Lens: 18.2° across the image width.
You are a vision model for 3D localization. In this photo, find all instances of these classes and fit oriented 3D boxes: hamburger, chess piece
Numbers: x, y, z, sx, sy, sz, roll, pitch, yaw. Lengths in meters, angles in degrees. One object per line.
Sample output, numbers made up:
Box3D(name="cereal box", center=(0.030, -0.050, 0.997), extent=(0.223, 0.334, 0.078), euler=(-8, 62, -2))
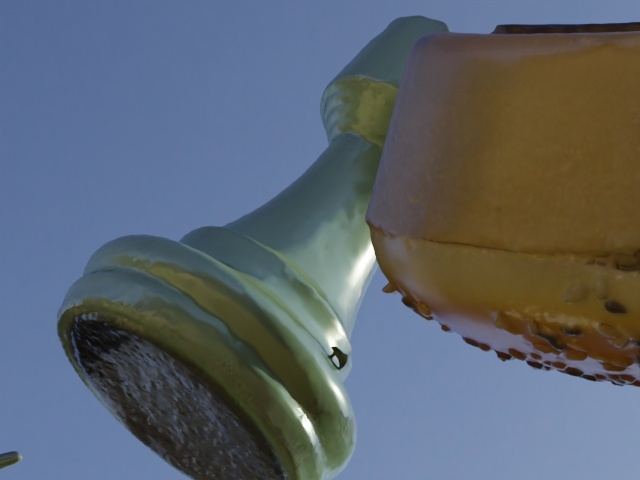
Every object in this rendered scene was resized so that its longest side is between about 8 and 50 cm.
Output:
Box3D(name="hamburger", center=(0.170, -0.020, 0.960), extent=(0.300, 0.300, 0.176), euler=(-1, -84, 7))
Box3D(name="chess piece", center=(0.000, 0.000, 1.221), extent=(0.194, 0.299, 0.195), euler=(31, -27, 18))

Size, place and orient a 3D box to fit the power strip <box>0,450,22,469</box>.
Box3D(name="power strip", center=(-0.327, 0.177, 1.340), extent=(0.253, 0.167, 0.054), euler=(-12, -74, 3))
